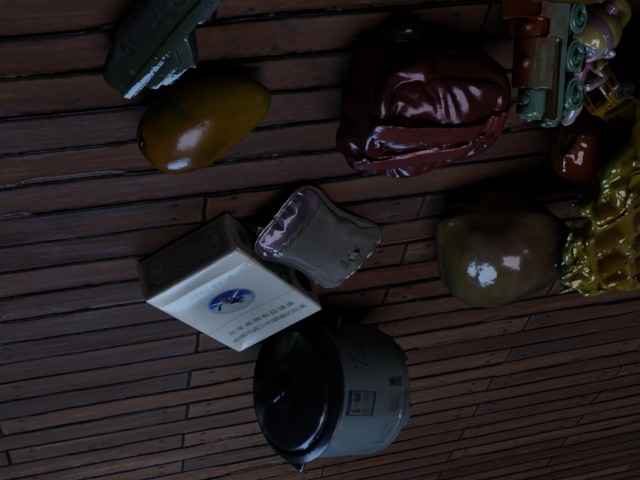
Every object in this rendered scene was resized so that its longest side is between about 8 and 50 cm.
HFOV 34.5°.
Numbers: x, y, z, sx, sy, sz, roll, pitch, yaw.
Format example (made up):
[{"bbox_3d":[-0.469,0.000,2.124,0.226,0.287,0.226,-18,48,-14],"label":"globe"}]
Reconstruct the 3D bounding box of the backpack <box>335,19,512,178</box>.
[{"bbox_3d":[0.131,-0.159,1.267,0.229,0.139,0.229,-9,146,-6],"label":"backpack"}]

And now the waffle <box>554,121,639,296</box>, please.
[{"bbox_3d":[0.511,-0.063,1.507,0.382,0.095,0.379,-8,136,-36],"label":"waffle"}]

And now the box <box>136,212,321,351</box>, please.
[{"bbox_3d":[-0.132,0.070,1.548,0.164,0.069,0.256,-29,147,16],"label":"box"}]

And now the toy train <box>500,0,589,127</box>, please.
[{"bbox_3d":[0.264,-0.223,1.231,0.074,0.175,0.118,11,-169,42],"label":"toy train"}]

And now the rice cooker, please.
[{"bbox_3d":[0.008,0.249,1.732,0.227,0.241,0.280,5,105,-39],"label":"rice cooker"}]

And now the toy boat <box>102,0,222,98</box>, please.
[{"bbox_3d":[-0.133,-0.245,1.068,0.085,0.078,0.260,28,129,-27],"label":"toy boat"}]

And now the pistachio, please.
[{"bbox_3d":[0.285,0.025,1.604,0.213,0.162,0.260,13,152,14],"label":"pistachio"}]

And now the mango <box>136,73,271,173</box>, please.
[{"bbox_3d":[-0.140,-0.143,1.214,0.163,0.089,0.111,-37,156,11],"label":"mango"}]

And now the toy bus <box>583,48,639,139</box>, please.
[{"bbox_3d":[0.409,-0.197,1.415,0.074,0.069,0.162,-36,144,27],"label":"toy bus"}]

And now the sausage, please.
[{"bbox_3d":[0.435,-0.103,1.544,0.097,0.094,0.348,-45,146,16],"label":"sausage"}]

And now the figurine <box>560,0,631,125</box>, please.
[{"bbox_3d":[0.343,-0.233,1.334,0.083,0.083,0.187,-8,140,-15],"label":"figurine"}]

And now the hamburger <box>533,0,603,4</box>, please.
[{"bbox_3d":[0.301,-0.385,0.971,0.277,0.195,0.318,-5,147,-17],"label":"hamburger"}]

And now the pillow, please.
[{"bbox_3d":[0.000,0.000,1.515,0.130,0.038,0.233,-51,140,7],"label":"pillow"}]

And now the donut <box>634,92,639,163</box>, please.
[{"bbox_3d":[0.584,-0.145,1.311,0.435,0.163,0.377,-46,124,-18],"label":"donut"}]
